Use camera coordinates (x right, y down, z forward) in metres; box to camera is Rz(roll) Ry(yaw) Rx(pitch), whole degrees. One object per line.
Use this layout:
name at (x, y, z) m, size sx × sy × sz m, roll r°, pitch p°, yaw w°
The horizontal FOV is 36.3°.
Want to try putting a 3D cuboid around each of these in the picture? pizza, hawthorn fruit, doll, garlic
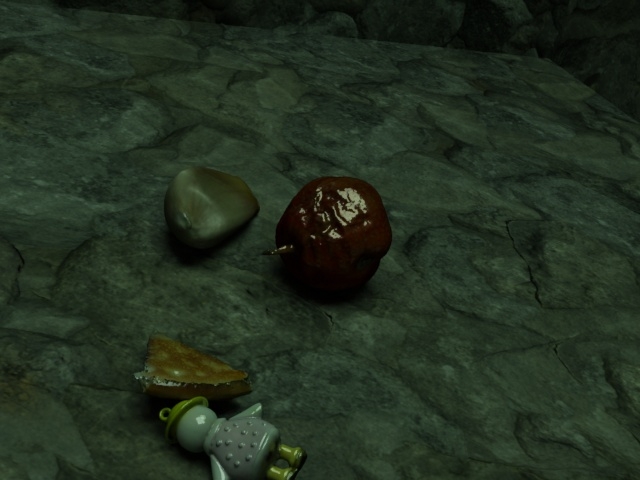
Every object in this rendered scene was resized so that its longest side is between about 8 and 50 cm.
pizza at (-0.205, 0.184, 1.406) m, size 0.185 × 0.052 × 0.195 m, roll 9°, pitch 14°, yaw -34°
hawthorn fruit at (0.000, 0.000, 1.702) m, size 0.243 × 0.207 × 0.207 m, roll -20°, pitch 44°, yaw -35°
doll at (-0.123, 0.264, 1.285) m, size 0.207 × 0.081 × 0.129 m, roll 20°, pitch 61°, yaw 17°
garlic at (-0.206, -0.064, 1.796) m, size 0.143 × 0.112 × 0.318 m, roll 44°, pitch 27°, yaw 5°
